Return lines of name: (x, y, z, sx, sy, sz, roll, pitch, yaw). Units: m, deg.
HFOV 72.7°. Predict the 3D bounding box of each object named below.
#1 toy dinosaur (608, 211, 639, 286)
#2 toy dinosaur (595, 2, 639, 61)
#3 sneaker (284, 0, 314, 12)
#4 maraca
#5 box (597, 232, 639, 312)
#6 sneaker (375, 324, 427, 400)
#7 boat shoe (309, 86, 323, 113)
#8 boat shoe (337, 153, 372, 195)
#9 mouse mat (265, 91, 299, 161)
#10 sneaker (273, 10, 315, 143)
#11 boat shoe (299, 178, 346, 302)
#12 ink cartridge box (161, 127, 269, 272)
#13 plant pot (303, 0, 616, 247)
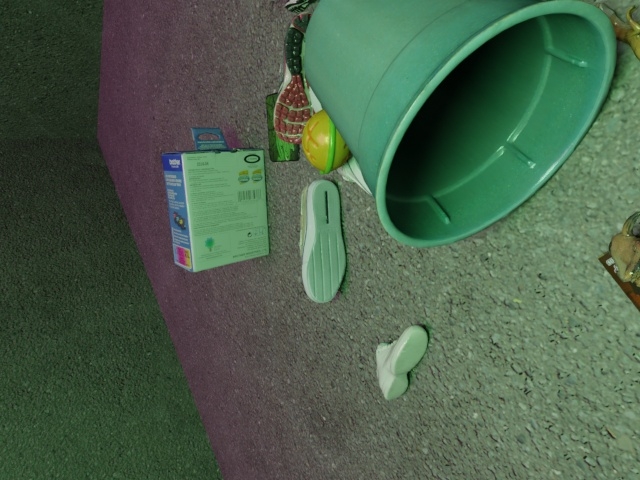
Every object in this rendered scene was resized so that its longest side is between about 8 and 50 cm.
toy dinosaur: (0.426, 0.048, 0.398, 0.295, 0.127, 0.200, -16, 80, 48)
toy dinosaur: (0.407, -0.217, 0.511, 0.112, 0.064, 0.212, 112, 144, -62)
sneaker: (-0.045, -0.578, 1.031, 0.109, 0.040, 0.044, 3, 85, 49)
maraca: (0.011, -0.194, 0.866, 0.185, 0.099, 0.127, 180, 93, -83)
box: (0.490, 0.023, 0.450, 0.201, 0.057, 0.293, 62, 140, 21)
sneaker: (0.160, 0.248, 0.946, 0.094, 0.080, 0.212, 56, 141, 46)
boat shoe: (0.071, -0.387, 0.862, 0.105, 0.113, 0.306, 32, 108, 38)
boat shoe: (0.076, -0.171, 0.938, 0.258, 0.095, 0.084, 65, 147, 34)
mouse mat: (-0.107, -0.314, 1.204, 0.152, 0.007, 0.190, 11, 108, 52)
sneaker: (-0.041, -0.374, 1.029, 0.112, 0.120, 0.299, -102, 22, -56)
boat shoe: (0.000, 0.000, 1.083, 0.094, 0.109, 0.302, -169, 81, -68)
ink cartridge box: (-0.305, -0.133, 1.294, 0.151, 0.270, 0.396, 14, 110, 45)
plant pot: (0.151, -0.224, 0.641, 0.334, 0.341, 0.341, 58, 140, 38)
